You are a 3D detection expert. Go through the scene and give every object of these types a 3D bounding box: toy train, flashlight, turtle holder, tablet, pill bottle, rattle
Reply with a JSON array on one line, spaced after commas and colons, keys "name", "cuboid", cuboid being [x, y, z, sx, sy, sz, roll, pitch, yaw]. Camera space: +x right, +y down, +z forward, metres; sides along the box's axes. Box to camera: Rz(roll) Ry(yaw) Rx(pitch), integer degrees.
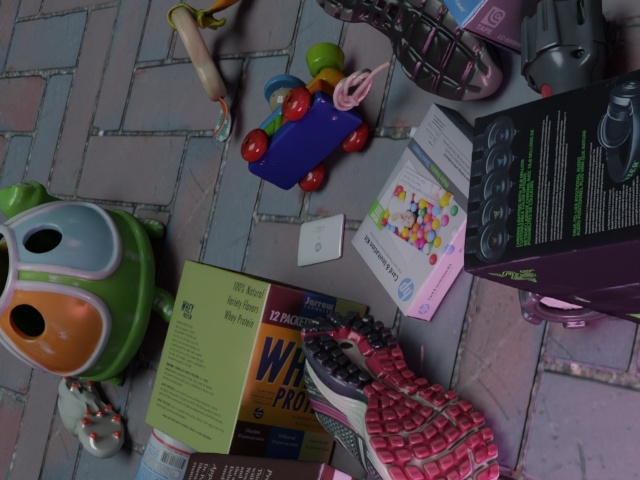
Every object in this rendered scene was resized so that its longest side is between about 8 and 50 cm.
[{"name": "toy train", "cuboid": [0.010, -0.180, 1.585, 0.248, 0.105, 0.143, -41, 34, 39]}, {"name": "flashlight", "cuboid": [0.226, -0.074, 1.242, 0.103, 0.103, 0.304, -6, 63, 14]}, {"name": "turtle holder", "cuboid": [-0.356, 0.036, 1.887, 0.243, 0.227, 0.320, -30, 55, 46]}, {"name": "tablet", "cuboid": [0.000, 0.000, 1.600, 0.083, 0.006, 0.054, -14, 67, 52]}, {"name": "pill bottle", "cuboid": [-0.191, 0.309, 1.678, 0.087, 0.087, 0.160, 33, 104, 54]}, {"name": "rattle", "cuboid": [-0.118, -0.247, 1.838, 0.130, 0.143, 0.199, 100, 146, -58]}]

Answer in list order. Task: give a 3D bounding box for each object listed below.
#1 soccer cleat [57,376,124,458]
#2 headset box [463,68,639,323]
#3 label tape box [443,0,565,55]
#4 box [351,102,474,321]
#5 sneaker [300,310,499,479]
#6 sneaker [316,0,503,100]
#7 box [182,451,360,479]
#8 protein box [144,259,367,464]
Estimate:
[{"name": "soccer cleat", "cuboid": [-0.328, 0.261, 1.915, 0.196, 0.068, 0.076, 46, 130, 52]}, {"name": "headset box", "cuboid": [0.279, -0.026, 1.010, 0.283, 0.246, 0.131, -12, 67, 51]}, {"name": "label tape box", "cuboid": [0.228, -0.389, 1.343, 0.333, 0.106, 0.240, -52, 41, 28]}, {"name": "box", "cuboid": [0.117, -0.031, 1.422, 0.186, 0.038, 0.145, -60, 37, 22]}, {"name": "sneaker", "cuboid": [0.079, 0.192, 1.345, 0.299, 0.121, 0.112, -129, 32, -48]}, {"name": "sneaker", "cuboid": [0.110, -0.247, 1.461, 0.267, 0.106, 0.101, 43, 126, 28]}, {"name": "box", "cuboid": [-0.034, 0.319, 1.340, 0.203, 0.167, 0.168, -3, 62, 45]}, {"name": "protein box", "cuboid": [-0.077, 0.144, 1.538, 0.200, 0.136, 0.201, 12, 88, 56]}]
